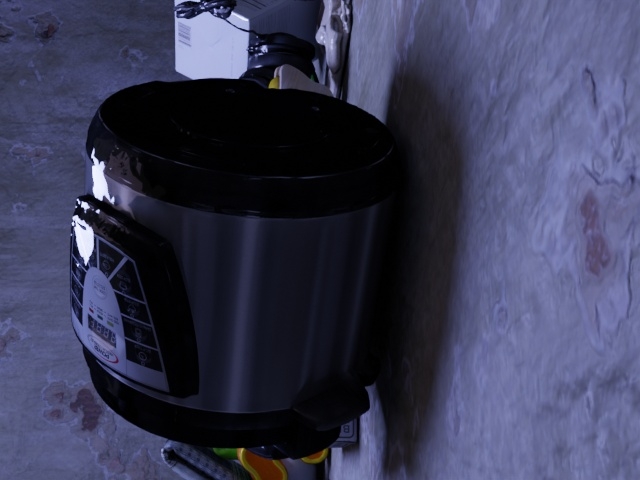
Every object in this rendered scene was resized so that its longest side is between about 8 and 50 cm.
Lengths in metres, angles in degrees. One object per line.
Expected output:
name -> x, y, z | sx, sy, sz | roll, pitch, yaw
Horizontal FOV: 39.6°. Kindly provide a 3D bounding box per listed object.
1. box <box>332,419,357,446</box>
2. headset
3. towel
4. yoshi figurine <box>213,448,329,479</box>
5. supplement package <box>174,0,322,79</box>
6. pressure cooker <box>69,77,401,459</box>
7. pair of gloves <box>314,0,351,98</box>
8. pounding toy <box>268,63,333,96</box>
box -> 0.002, 0.162, 1.336 | 0.169, 0.087, 0.290 | 116, 155, -74
headset -> -0.119, -0.300, 1.682 | 0.394, 0.185, 0.243 | 60, -141, -46
towel -> -0.143, 0.450, 1.600 | 0.056, 0.324, 0.312 | -59, 2, -10
yoshi figurine -> -0.085, 0.344, 1.667 | 0.362, 0.203, 0.203 | 123, 164, -82
supplement package -> -0.148, -0.456, 1.880 | 0.262, 0.198, 0.199 | -41, -30, -40
pressure cooker -> -0.101, 0.048, 1.077 | 0.370, 0.375, 0.421 | -88, 6, -64
pair of gloves -> 0.019, -0.381, 1.600 | 0.204, 0.042, 0.240 | 101, 168, -51
pounding toy -> -0.080, -0.167, 1.557 | 0.155, 0.154, 0.270 | -146, 65, -76
